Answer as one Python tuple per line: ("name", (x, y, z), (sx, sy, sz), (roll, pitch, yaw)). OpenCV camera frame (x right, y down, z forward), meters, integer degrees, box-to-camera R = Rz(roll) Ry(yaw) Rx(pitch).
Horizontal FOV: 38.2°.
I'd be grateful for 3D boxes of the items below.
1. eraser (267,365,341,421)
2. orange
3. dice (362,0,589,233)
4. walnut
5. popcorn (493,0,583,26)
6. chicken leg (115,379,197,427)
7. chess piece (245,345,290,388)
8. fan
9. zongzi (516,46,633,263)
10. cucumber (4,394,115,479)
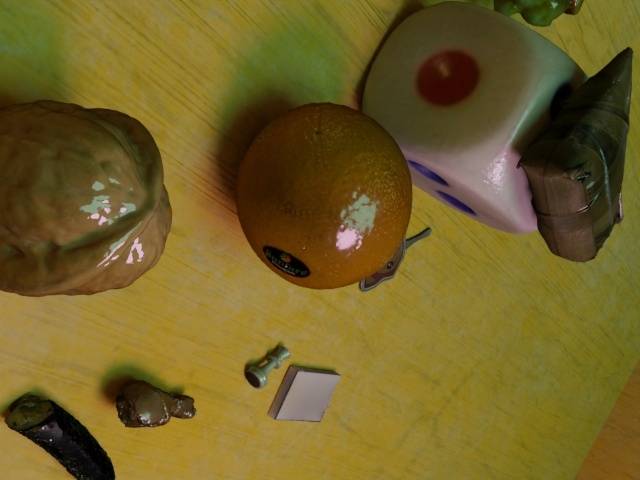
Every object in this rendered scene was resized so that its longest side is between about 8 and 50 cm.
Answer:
("eraser", (-0.027, 0.289, 1.736), (0.150, 0.023, 0.104), (18, 98, -54))
("orange", (0.006, -0.062, 1.351), (0.274, 0.274, 0.274), (-29, 132, -37))
("dice", (0.267, -0.201, 1.547), (0.277, 0.304, 0.304), (-61, 144, -3))
("walnut", (-0.281, -0.045, 1.018), (0.257, 0.257, 0.224), (-50, 141, -17))
("popcorn", (0.404, -0.508, 1.608), (0.286, 0.215, 0.252), (-34, 167, -31))
("chicken leg", (-0.245, 0.248, 1.401), (0.198, 0.084, 0.069), (26, 67, -67))
("chess piece", (-0.086, 0.216, 1.606), (0.093, 0.042, 0.042), (-38, 138, -38))
("fan", (0.147, 0.017, 1.790), (0.220, 0.009, 0.132), (-25, 131, -40))
("zongzi", (0.427, -0.124, 1.432), (0.274, 0.125, 0.251), (-53, 142, -23))
("cucumber", (-0.352, 0.294, 1.311), (0.067, 0.067, 0.245), (-49, 144, -18))
